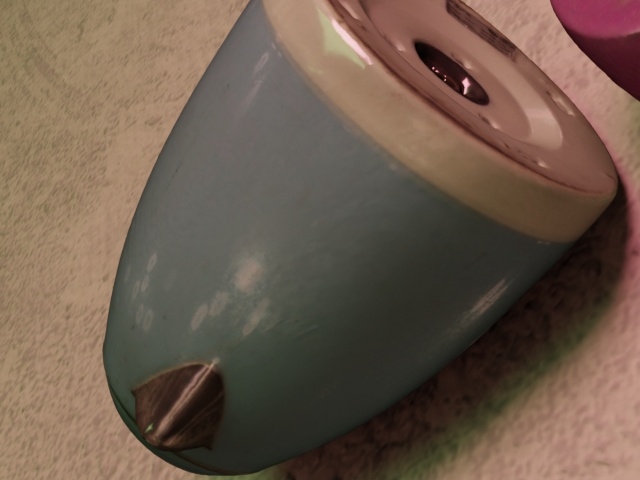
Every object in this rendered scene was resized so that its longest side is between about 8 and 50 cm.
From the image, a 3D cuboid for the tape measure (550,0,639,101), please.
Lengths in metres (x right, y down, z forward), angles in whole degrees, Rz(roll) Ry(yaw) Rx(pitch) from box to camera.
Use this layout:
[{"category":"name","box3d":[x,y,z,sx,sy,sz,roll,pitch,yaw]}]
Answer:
[{"category":"tape measure","box3d":[0.243,-0.189,0.814,0.231,0.149,0.245,-30,39,37]}]

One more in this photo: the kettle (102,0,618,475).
[{"category":"kettle","box3d":[0.000,0.000,0.958,0.342,0.247,0.319,-52,-3,24]}]
